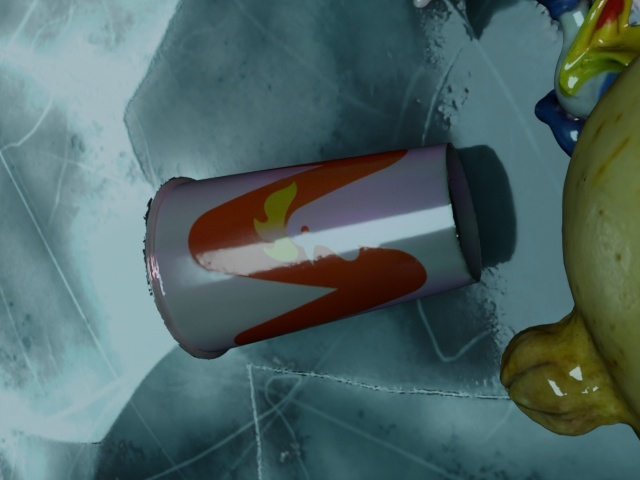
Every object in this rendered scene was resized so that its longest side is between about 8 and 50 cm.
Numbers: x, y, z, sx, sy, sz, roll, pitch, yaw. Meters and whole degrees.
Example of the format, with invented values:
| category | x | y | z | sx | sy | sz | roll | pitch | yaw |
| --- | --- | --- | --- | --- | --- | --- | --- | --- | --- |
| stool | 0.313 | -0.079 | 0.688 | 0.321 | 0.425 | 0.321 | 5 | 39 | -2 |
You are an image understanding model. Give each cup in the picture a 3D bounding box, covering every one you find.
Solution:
| category | x | y | z | sx | sy | sz | roll | pitch | yaw |
| --- | --- | --- | --- | --- | --- | --- | --- | --- | --- |
| cup | 0.000 | 0.000 | 0.697 | 0.289 | 0.203 | 0.202 | -11 | 91 | 20 |

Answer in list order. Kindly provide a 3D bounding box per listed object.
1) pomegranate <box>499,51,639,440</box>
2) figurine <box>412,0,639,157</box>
| category | x | y | z | sx | sy | sz | roll | pitch | yaw |
| --- | --- | --- | --- | --- | --- | --- | --- | --- | --- |
| pomegranate | 0.310 | 0.027 | 0.437 | 0.410 | 0.410 | 0.409 | 3 | 98 | 26 |
| figurine | 0.220 | -0.233 | 0.591 | 0.284 | 0.204 | 0.338 | -10 | 104 | 20 |
